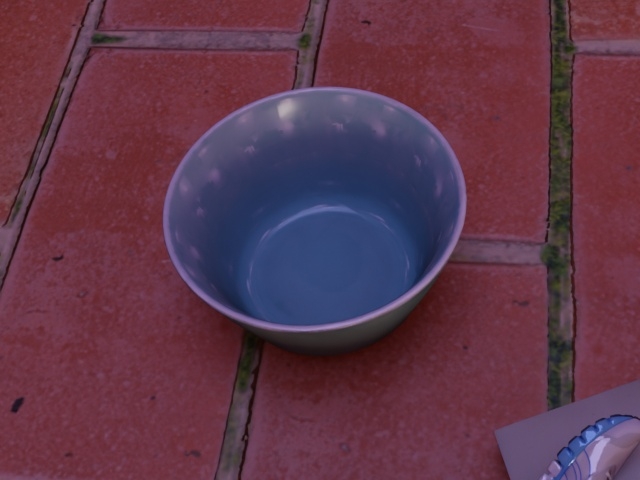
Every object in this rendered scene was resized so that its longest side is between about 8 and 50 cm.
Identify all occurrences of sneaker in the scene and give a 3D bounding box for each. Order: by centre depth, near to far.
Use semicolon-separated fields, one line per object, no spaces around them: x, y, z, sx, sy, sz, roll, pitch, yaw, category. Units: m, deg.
0.222;0.232;0.845;0.191;0.071;0.083;-43;50;-4;sneaker

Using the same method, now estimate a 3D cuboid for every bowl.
0.000;0.000;1.065;0.312;0.163;0.311;-3;56;5;bowl

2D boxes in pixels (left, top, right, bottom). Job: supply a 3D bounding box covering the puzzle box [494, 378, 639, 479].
0.331;0.289;0.813;0.272;0.052;0.408;-20;44;8;puzzle box
